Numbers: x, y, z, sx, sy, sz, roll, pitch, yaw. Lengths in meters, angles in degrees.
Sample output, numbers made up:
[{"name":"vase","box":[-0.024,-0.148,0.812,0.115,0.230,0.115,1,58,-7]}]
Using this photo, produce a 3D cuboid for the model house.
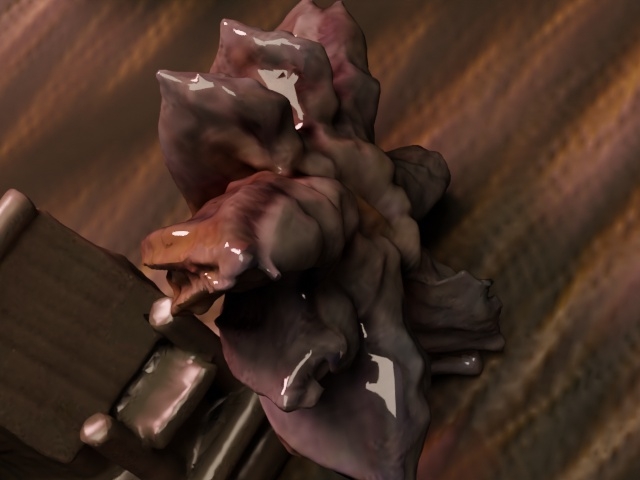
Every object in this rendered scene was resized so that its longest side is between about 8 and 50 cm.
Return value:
[{"name":"model house","box":[-0.122,0.087,0.631,0.122,0.188,0.229,28,79,39]}]

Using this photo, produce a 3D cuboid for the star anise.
[{"name":"star anise","box":[0.000,0.000,0.603,0.093,0.236,0.229,-23,79,22]}]
